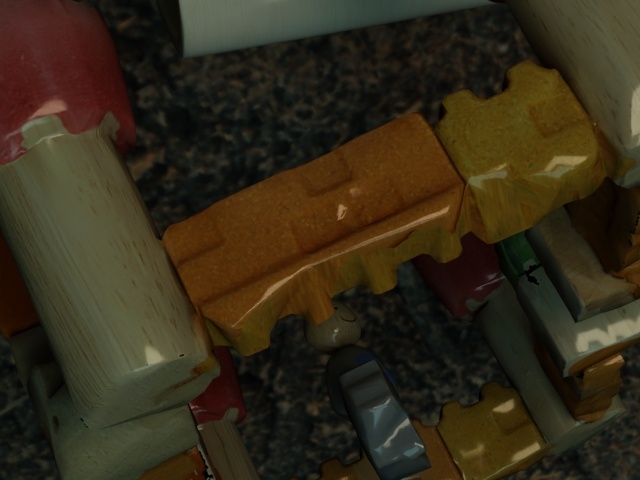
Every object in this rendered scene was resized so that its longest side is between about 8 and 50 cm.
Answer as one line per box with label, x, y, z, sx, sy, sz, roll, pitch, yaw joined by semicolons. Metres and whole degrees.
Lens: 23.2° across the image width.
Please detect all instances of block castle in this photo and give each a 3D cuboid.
block castle;0.000;0.000;0.768;0.303;0.213;0.453;-25;157;-6

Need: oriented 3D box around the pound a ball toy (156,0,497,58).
pound a ball toy;0.023;-0.211;0.785;0.319;0.135;0.208;-11;122;-11
